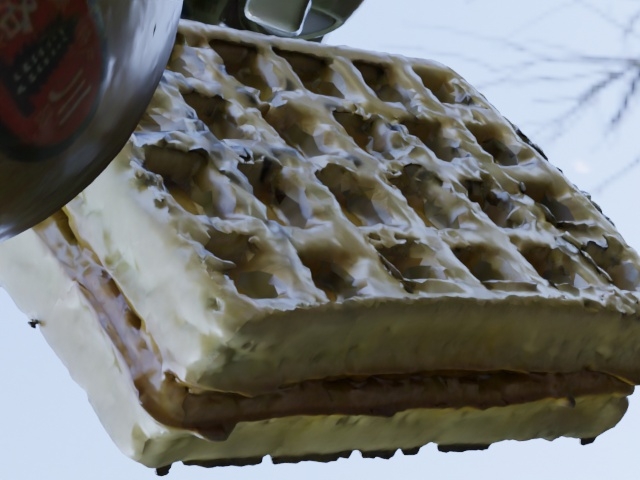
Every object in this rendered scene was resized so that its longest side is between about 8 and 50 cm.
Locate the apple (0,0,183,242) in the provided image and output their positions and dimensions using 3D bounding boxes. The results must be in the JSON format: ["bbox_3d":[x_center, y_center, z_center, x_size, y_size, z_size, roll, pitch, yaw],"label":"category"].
[{"bbox_3d":[-0.158,-0.086,0.483,0.260,0.260,0.194,-3,-93,-47],"label":"apple"}]

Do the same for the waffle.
[{"bbox_3d":[0.000,0.000,0.955,0.376,0.261,0.114,2,-50,-48],"label":"waffle"}]

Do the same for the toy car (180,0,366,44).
[{"bbox_3d":[-0.033,-0.236,1.431,0.336,0.226,0.242,19,-90,-68],"label":"toy car"}]
